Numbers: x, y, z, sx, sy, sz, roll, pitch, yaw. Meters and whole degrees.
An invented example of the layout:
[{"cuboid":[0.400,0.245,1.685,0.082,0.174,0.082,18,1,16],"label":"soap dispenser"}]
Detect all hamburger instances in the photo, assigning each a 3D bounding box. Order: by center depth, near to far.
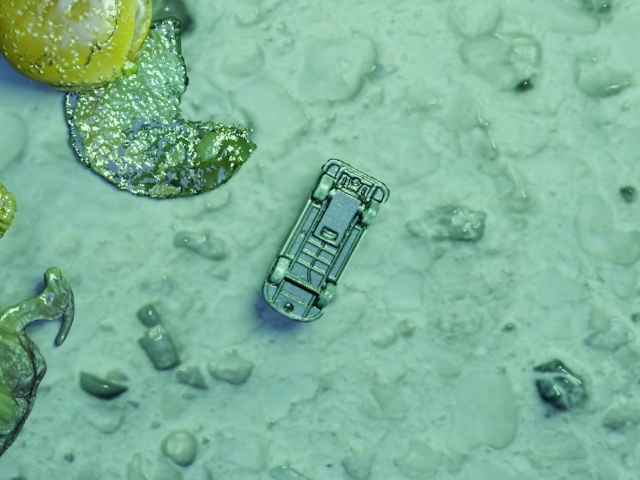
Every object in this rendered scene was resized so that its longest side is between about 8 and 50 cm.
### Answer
[{"cuboid":[-0.283,-0.266,1.700,0.182,0.118,0.190,12,89,-2],"label":"hamburger"}]

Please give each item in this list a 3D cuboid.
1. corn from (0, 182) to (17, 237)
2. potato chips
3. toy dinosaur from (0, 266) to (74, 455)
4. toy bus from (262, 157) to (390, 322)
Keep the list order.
[{"cuboid":[-0.502,-0.085,1.715,0.320,0.097,0.097,24,95,-12],"label":"corn"},{"cuboid":[-0.190,-0.144,1.782,0.220,0.029,0.202,43,92,-8],"label":"potato chips"},{"cuboid":[-0.386,0.162,1.755,0.162,0.077,0.294,22,104,-43],"label":"toy dinosaur"},{"cuboid":[0.000,0.000,1.791,0.087,0.089,0.193,27,94,-9],"label":"toy bus"}]
